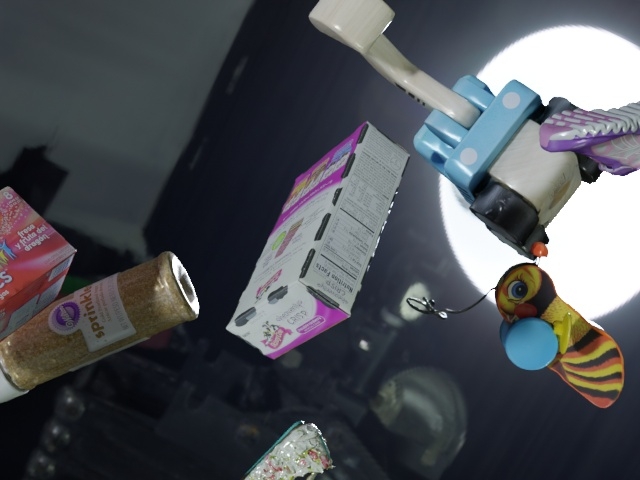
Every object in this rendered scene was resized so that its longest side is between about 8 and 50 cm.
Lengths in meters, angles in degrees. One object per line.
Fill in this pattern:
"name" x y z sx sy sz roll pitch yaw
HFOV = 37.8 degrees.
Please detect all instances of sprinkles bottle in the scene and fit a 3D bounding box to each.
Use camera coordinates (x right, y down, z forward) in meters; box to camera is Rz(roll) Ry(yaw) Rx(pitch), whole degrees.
"sprinkles bottle" -0.376 0.138 1.489 0.121 0.355 0.121 -23 -90 -87

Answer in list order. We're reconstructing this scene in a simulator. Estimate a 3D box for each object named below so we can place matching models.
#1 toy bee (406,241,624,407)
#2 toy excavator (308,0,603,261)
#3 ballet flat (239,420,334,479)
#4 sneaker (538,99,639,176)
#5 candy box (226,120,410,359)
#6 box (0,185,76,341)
"toy bee" 0.297 0.094 1.264 0.298 0.162 0.195 25 -171 -19
"toy excavator" 0.211 -0.203 1.504 0.445 0.222 0.433 37 -178 22
"ballet flat" -0.075 0.330 1.194 0.077 0.241 0.091 49 -159 16
"sneaker" 0.424 -0.140 1.364 0.236 0.105 0.095 -9 -156 -22
"candy box" 0.000 0.000 1.029 0.071 0.159 0.233 35 -127 -16
"box" -0.502 0.081 1.275 0.142 0.154 0.300 43 -131 5
